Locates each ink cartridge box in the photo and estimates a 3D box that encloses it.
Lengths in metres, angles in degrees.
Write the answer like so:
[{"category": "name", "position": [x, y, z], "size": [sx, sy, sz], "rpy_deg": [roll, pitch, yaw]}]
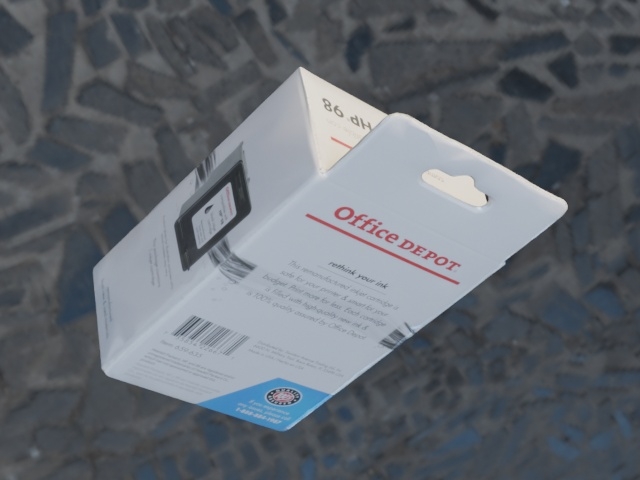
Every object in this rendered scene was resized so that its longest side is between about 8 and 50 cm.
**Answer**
[{"category": "ink cartridge box", "position": [0.000, 0.000, 0.568], "size": [0.104, 0.060, 0.180], "rpy_deg": [24, 129, -36]}]
